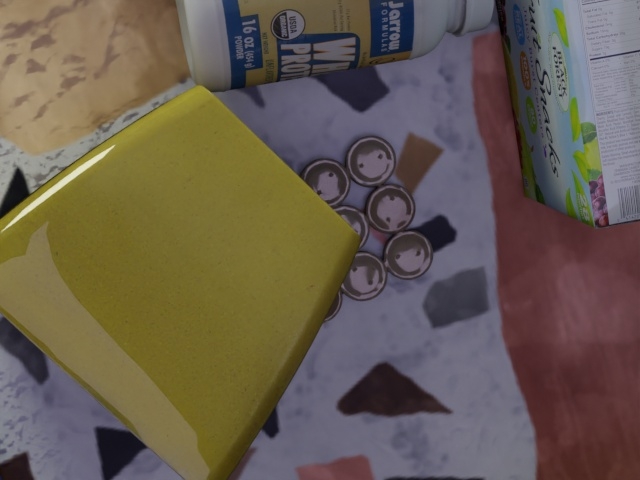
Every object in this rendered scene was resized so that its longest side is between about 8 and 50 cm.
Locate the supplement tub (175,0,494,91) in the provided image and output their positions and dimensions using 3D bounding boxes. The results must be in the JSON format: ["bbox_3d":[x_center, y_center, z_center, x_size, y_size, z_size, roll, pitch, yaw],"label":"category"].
[{"bbox_3d":[0.003,-0.183,1.131,0.199,0.144,0.144,-10,100,-6],"label":"supplement tub"}]

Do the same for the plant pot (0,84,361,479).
[{"bbox_3d":[-0.096,0.016,1.120,0.212,0.212,0.187,44,84,-8],"label":"plant pot"}]

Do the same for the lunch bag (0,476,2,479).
[{"bbox_3d":[-0.328,0.208,1.174,0.221,0.138,0.293,-21,89,-3],"label":"lunch bag"}]

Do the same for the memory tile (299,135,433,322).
[{"bbox_3d":[0.000,0.000,1.227,0.148,0.012,0.113,-24,101,-4],"label":"memory tile"}]

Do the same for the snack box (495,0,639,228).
[{"bbox_3d":[0.174,-0.124,1.148,0.070,0.174,0.207,-12,101,-7],"label":"snack box"}]
